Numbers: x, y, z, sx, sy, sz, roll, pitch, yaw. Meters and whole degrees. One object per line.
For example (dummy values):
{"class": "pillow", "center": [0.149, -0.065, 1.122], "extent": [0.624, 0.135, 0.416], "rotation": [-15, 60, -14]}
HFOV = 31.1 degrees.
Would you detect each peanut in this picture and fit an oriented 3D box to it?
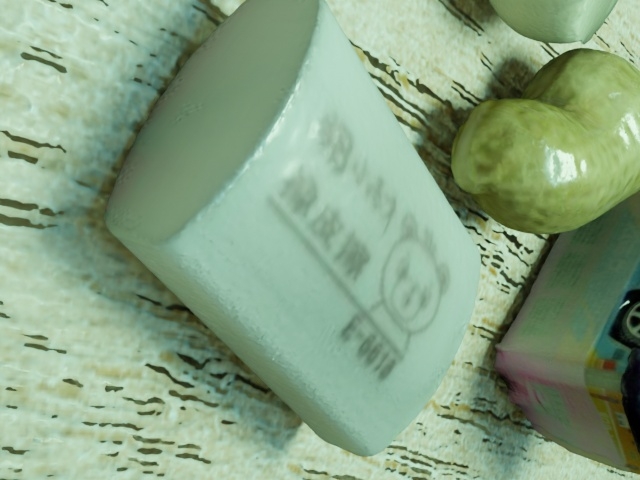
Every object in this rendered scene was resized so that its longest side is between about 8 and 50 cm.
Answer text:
{"class": "peanut", "center": [0.195, -0.080, 0.935], "extent": [0.253, 0.122, 0.137], "rotation": [-31, 113, -41]}

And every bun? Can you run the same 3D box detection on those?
{"class": "bun", "center": [0.181, -0.240, 0.870], "extent": [0.173, 0.119, 0.173], "rotation": [-55, 164, -24]}

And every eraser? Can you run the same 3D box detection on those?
{"class": "eraser", "center": [0.000, 0.000, 0.711], "extent": [0.174, 0.094, 0.270], "rotation": [-60, 139, -20]}

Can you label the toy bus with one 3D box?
{"class": "toy bus", "center": [0.312, 0.022, 1.077], "extent": [0.386, 0.162, 0.171], "rotation": [-56, 140, -29]}
